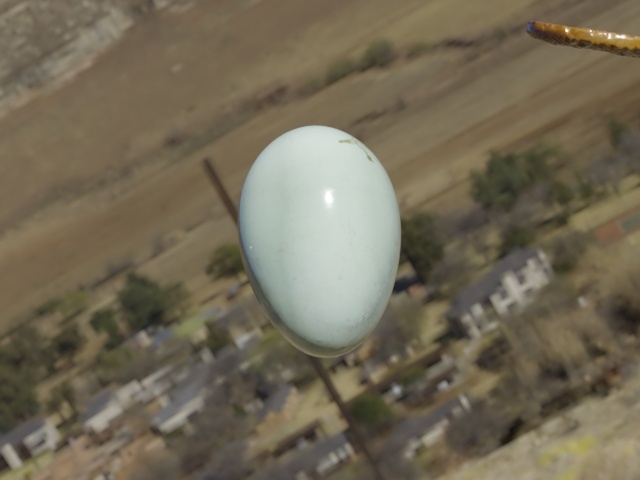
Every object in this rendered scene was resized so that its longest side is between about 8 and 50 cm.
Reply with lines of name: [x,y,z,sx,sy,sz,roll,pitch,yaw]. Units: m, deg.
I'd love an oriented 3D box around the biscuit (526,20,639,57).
biscuit: [0.341,-0.240,1.836,0.188,0.027,0.188,8,9,-1]

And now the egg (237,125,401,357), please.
egg: [0.000,0.000,1.693,0.183,0.264,0.183,-5,-17,-2]
